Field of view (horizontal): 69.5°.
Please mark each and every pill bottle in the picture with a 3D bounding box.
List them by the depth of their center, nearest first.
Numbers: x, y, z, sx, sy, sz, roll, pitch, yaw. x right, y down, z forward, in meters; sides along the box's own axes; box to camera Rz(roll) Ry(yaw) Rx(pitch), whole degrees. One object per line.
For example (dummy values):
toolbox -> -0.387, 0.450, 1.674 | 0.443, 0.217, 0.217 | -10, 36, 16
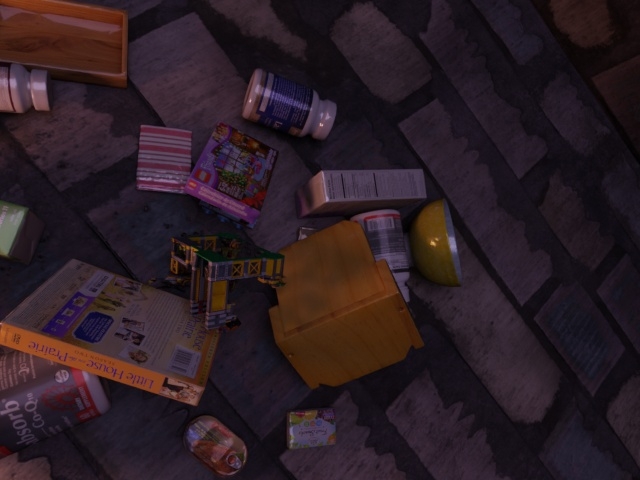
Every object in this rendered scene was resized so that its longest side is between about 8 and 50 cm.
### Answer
pill bottle -> -0.676, 0.354, 1.013 | 0.362, 0.210, 0.210 | -20, 88, -23
pill bottle -> -0.798, -0.381, 1.147 | 0.221, 0.121, 0.121 | -3, 81, -22
pill bottle -> -0.095, -0.407, 1.411 | 0.264, 0.153, 0.153 | 16, 75, -18
pill bottle -> 0.188, 0.057, 1.433 | 0.161, 0.161, 0.284 | -5, 82, -22

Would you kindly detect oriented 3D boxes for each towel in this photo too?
towel -> -0.443, -0.231, 1.313 | 0.144, 0.029, 0.197 | 4, 76, -21

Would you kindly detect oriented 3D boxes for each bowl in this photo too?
bowl -> 0.352, 0.019, 1.490 | 0.155, 0.289, 0.290 | -12, 83, 20

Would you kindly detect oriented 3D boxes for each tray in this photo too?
tray -> -0.734, -0.539, 1.228 | 0.410, 0.076, 0.203 | 1, 80, -21

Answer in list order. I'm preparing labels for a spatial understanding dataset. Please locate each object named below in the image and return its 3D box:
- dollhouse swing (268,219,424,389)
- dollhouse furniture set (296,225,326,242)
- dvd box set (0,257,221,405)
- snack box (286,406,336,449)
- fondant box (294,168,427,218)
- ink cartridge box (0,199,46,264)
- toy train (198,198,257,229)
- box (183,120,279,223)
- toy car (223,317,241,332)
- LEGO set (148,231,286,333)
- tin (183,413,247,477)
dollhouse swing -> 0.056, 0.177, 1.336 | 0.346, 0.305, 0.315 | -25, 123, 8
dollhouse furniture set -> 0.000, 0.000, 1.445 | 0.151, 0.058, 0.076 | 6, 85, -1
dvd box set -> -0.446, 0.200, 1.079 | 0.420, 0.308, 0.062 | 22, 110, -11
snack box -> -0.027, 0.537, 1.327 | 0.141, 0.037, 0.101 | 3, 81, -21
fondant box -> 0.115, -0.139, 1.398 | 0.329, 0.238, 0.096 | -3, 83, -22
ink cartridge box -> -0.837, -0.058, 1.025 | 0.353, 0.207, 0.119 | 18, 75, -18
toy train -> -0.259, -0.095, 1.315 | 0.184, 0.105, 0.080 | 27, 72, -15
box -> -0.238, -0.198, 1.294 | 0.200, 0.057, 0.293 | 25, 42, -16
toy car -> -0.285, 0.216, 1.296 | 0.122, 0.060, 0.041 | 36, 113, 5
LEGO set -> -0.254, 0.107, 1.186 | 0.254, 0.331, 0.192 | -8, 109, -49
tin -> -0.279, 0.544, 1.228 | 0.189, 0.040, 0.106 | 45, 72, -9
